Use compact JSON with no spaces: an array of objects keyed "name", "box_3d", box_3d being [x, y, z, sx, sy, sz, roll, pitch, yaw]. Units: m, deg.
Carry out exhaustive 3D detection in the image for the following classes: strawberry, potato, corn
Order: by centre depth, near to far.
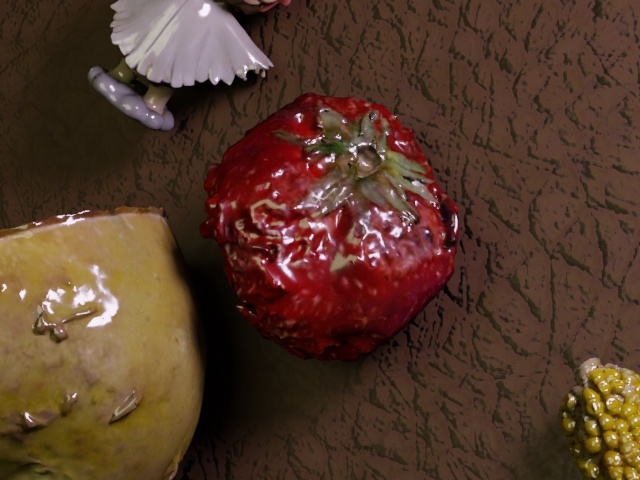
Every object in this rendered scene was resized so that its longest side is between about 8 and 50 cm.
[{"name":"corn","box_3d":[0.305,0.255,1.559,0.097,0.097,0.320,-30,67,20]},{"name":"strawberry","box_3d":[0.000,0.000,1.737,0.274,0.274,0.220,58,144,27]},{"name":"potato","box_3d":[-0.320,0.172,1.773,0.442,0.385,0.319,-26,78,33]}]

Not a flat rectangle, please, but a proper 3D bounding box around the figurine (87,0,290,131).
[{"name":"figurine","box_3d":[-0.104,-0.300,1.894,0.207,0.166,0.387,40,102,14]}]
